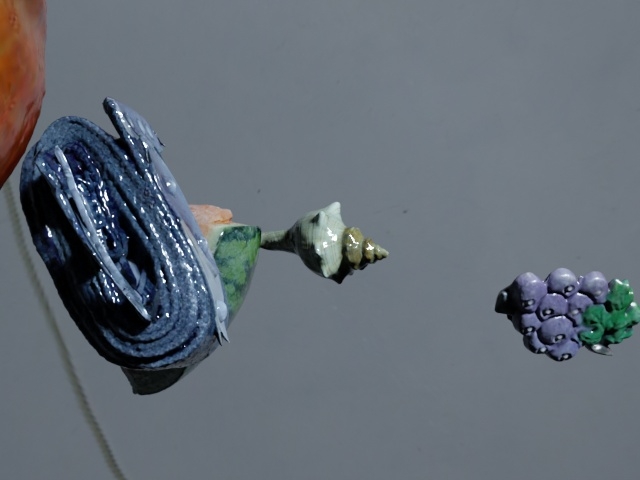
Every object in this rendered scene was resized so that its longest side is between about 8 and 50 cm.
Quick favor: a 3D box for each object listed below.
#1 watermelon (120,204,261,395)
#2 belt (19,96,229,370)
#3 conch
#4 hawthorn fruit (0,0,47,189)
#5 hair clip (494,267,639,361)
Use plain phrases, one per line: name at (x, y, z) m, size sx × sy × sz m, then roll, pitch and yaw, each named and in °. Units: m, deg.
watermelon at (-0.226, 0.071, 1.355) m, size 0.293 × 0.283 × 0.250 m, roll 2°, pitch 75°, yaw -6°
belt at (-0.159, 0.004, 0.806) m, size 0.122 × 0.128 × 0.218 m, roll -29°, pitch 84°, yaw 4°
conch at (0.009, -0.009, 1.660) m, size 0.137 × 0.234 × 0.114 m, roll -16°, pitch 127°, yaw -40°
hawthorn fruit at (-0.257, -0.113, 0.519) m, size 0.258 × 0.262 × 0.258 m, roll 1°, pitch 103°, yaw 5°
hair clip at (0.299, 0.087, 1.226) m, size 0.195 × 0.052 × 0.124 m, roll 8°, pitch 119°, yaw -15°
